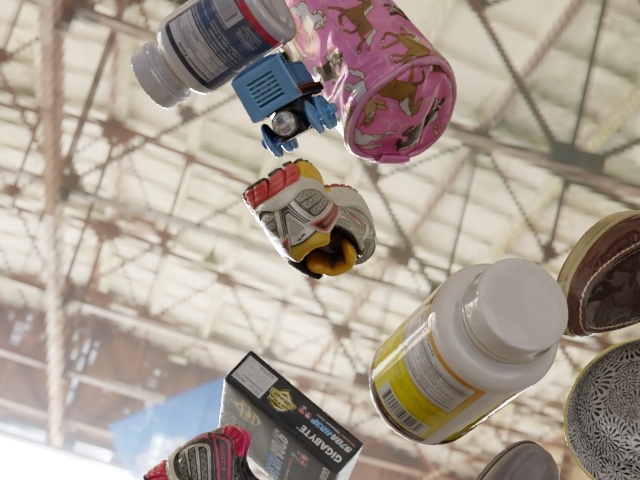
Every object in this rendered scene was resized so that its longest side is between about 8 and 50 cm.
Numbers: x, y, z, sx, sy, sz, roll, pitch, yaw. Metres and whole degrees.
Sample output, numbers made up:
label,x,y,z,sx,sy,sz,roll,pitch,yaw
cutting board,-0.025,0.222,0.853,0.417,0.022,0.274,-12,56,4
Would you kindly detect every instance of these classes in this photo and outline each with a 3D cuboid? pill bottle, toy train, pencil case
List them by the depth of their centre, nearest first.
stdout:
label,x,y,z,sx,sy,sz,roll,pitch,yaw
pill bottle,0.130,0.096,1.280,0.117,0.117,0.215,20,-30,-12
toy train,-0.037,-0.157,1.630,0.080,0.105,0.184,-28,4,12
pill bottle,-0.129,-0.235,1.716,0.180,0.108,0.108,-31,-40,19
pencil case,0.017,-0.258,1.843,0.386,0.160,0.167,51,-10,39

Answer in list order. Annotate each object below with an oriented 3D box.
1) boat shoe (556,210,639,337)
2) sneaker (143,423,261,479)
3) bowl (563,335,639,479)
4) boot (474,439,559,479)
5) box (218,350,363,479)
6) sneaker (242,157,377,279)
label,x,y,z,sx,sy,sz,roll,pitch,yaw
boat shoe,0.406,0.029,1.688,0.342,0.123,0.123,-21,26,-38
sneaker,-0.045,0.316,1.395,0.299,0.112,0.121,53,-2,4
bowl,0.320,0.162,1.445,0.170,0.170,0.080,17,14,-4
boot,0.234,0.405,1.848,0.118,0.338,0.222,35,-15,-7
box,-0.041,0.239,1.769,0.175,0.051,0.220,39,-23,11
sneaker,0.000,0.000,1.353,0.088,0.093,0.225,-33,-19,14
